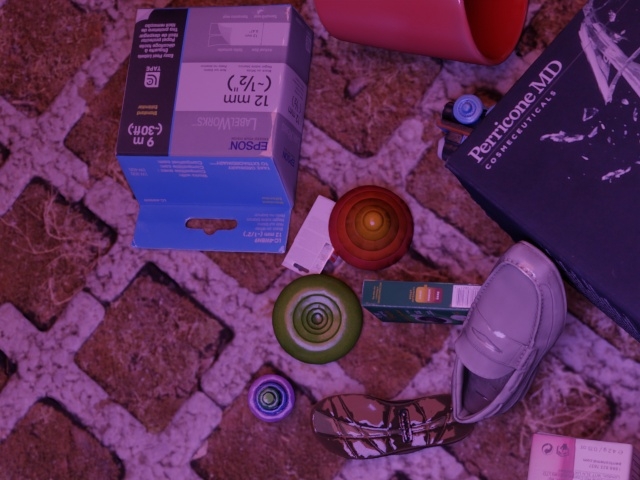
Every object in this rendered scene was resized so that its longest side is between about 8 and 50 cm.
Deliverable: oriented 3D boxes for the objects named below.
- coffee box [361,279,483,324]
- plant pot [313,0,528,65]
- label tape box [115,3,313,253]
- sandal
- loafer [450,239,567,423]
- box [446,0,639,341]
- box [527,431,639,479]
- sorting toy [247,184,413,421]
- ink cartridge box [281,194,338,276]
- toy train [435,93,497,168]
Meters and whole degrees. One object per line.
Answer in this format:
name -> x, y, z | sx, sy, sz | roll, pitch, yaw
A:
coffee box -> 0.156, 0.084, 1.942 | 0.184, 0.113, 0.040 | 1, 77, 20
plant pot -> 0.133, -0.377, 2.011 | 0.243, 0.275, 0.275 | 3, 76, 27
label tape box -> -0.160, -0.164, 2.113 | 0.249, 0.115, 0.348 | 2, 74, 18
sandal -> 0.097, 0.246, 1.950 | 0.219, 0.060, 0.090 | -7, 78, 1
loafer -> 0.226, 0.125, 1.799 | 0.111, 0.319, 0.112 | -36, 60, -28
box -> 0.504, -0.090, 1.733 | 0.480, 0.297, 0.472 | -49, 53, 2
box -> 0.321, 0.366, 1.790 | 0.127, 0.148, 0.232 | 5, 76, 20
sorting toy -> 0.008, 0.084, 1.968 | 0.127, 0.126, 0.365 | 30, 86, 3
ink cartridge box -> 0.000, 0.000, 2.060 | 0.063, 0.029, 0.115 | 27, 86, 22
toy train -> 0.242, -0.132, 1.994 | 0.184, 0.080, 0.105 | 20, 88, 22
